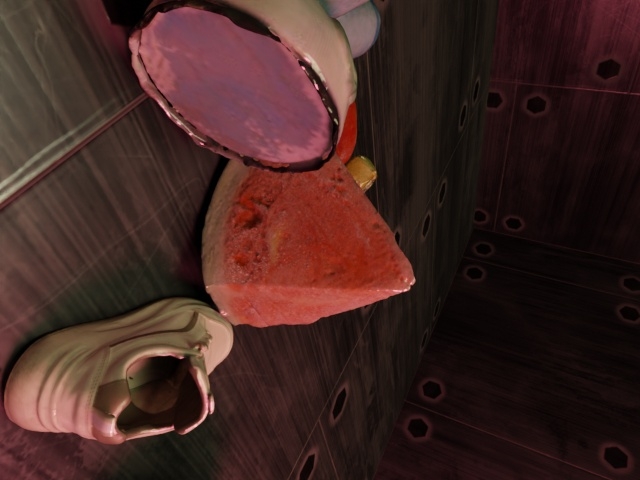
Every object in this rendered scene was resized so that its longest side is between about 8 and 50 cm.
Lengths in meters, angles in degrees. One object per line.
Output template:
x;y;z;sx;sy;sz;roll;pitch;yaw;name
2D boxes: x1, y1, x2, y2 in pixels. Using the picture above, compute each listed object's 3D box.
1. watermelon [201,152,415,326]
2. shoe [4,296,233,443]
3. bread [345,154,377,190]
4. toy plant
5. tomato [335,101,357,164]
-0.036;-0.024;0.669;0.250;0.292;0.283;48;57;-24;watermelon
-0.169;0.152;0.563;0.316;0.159;0.125;-7;108;-61;shoe
0.061;-0.110;0.954;0.117;0.064;0.156;-42;180;16;bread
-0.028;-0.271;0.544;0.333;0.246;0.247;-66;154;-22;toy plant
0.024;-0.202;0.868;0.167;0.082;0.174;-66;152;-22;tomato
